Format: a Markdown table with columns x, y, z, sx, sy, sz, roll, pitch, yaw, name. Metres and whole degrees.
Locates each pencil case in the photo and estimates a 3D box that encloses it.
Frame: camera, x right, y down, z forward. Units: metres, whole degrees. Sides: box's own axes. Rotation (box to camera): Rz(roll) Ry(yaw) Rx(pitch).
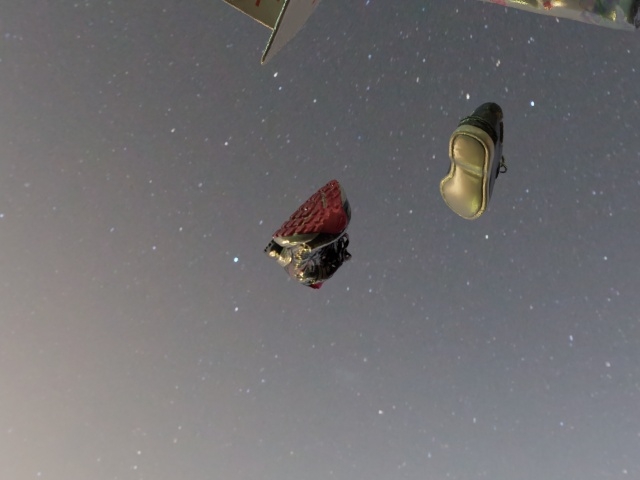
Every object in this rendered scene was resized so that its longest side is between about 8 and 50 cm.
| x | y | z | sx | sy | sz | roll | pitch | yaw | name |
| --- | --- | --- | --- | --- | --- | --- | --- | --- | --- |
| 0.331 | -0.376 | 0.776 | 0.273 | 0.113 | 0.124 | 27 | -27 | 33 | pencil case |

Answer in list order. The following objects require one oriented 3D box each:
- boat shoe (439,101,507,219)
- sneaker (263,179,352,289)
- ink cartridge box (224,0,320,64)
| x | y | z | sx | sy | sz | roll | pitch | yaw | name |
| --- | --- | --- | --- | --- | --- | --- | --- | --- | --- |
| 0.249 | -0.122 | 0.911 | 0.095 | 0.079 | 0.255 | 30 | -19 | 26 | boat shoe |
| 0.000 | 0.000 | 0.842 | 0.112 | 0.121 | 0.299 | 45 | -14 | 1 | sneaker |
| -0.005 | -0.198 | 0.312 | 0.067 | 0.198 | 0.115 | 28 | -43 | -6 | ink cartridge box |
